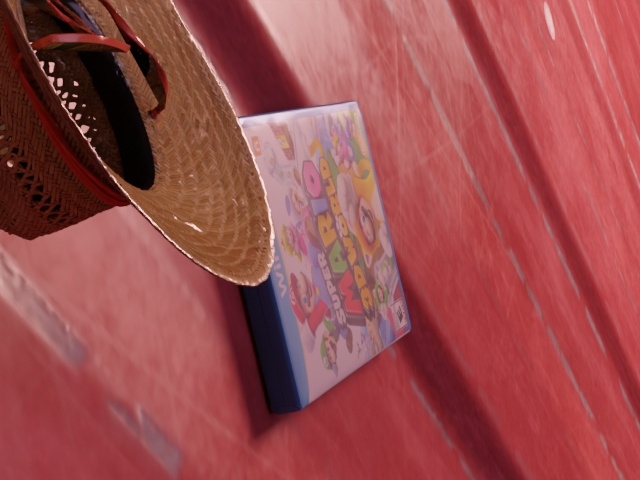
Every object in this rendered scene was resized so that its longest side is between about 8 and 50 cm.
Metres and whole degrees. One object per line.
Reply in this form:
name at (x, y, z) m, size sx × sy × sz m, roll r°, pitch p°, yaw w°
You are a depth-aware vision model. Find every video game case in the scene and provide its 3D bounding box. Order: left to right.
video game case at (0.000, 0.000, 0.651) m, size 0.166 × 0.015 × 0.119 m, roll -22°, pitch 100°, yaw -69°

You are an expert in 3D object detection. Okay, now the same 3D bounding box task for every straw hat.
straw hat at (-0.075, -0.038, 0.403) m, size 0.144 × 0.061 × 0.144 m, roll 56°, pitch 15°, yaw -23°
